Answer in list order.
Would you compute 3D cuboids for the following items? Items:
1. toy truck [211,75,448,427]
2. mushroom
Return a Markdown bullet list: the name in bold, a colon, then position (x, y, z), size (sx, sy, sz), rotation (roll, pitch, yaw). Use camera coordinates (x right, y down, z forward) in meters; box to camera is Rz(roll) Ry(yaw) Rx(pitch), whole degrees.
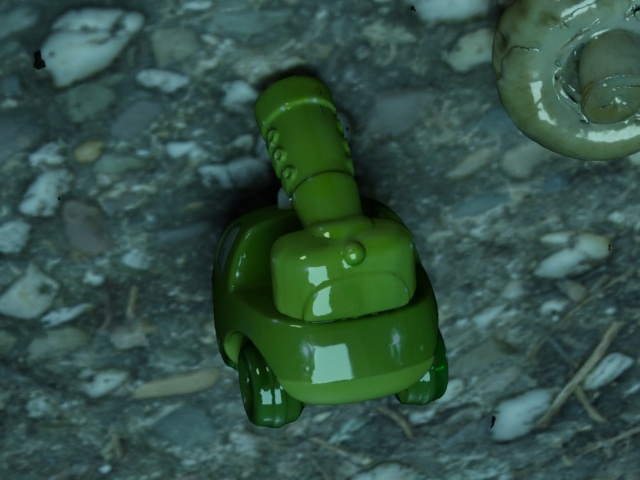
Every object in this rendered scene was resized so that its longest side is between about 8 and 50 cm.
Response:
- **toy truck**: position (0.004, 0.020, 1.263), size (0.148, 0.187, 0.211), rotation (-7, 129, -13)
- **mushroom**: position (0.189, -0.124, 1.231), size (0.154, 0.122, 0.154), rotation (-2, 124, -3)
